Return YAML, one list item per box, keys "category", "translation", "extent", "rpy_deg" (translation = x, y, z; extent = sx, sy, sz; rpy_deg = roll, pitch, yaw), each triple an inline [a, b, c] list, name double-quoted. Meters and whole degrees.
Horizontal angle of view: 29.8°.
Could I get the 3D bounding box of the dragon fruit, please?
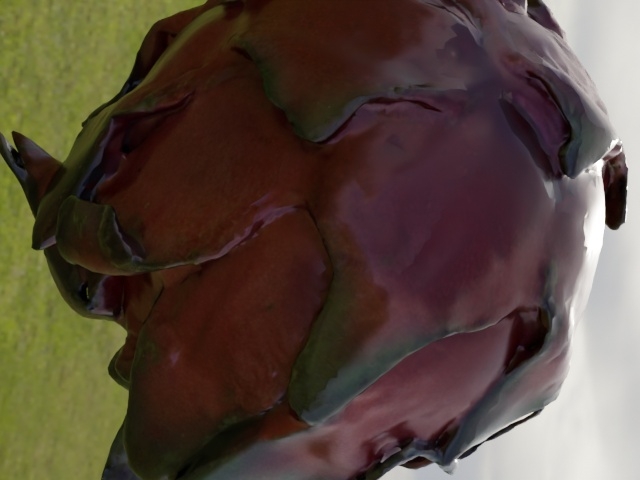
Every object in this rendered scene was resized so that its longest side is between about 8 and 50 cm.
- category: "dragon fruit"
  translation: [0.000, 0.000, 0.439]
  extent: [0.192, 0.193, 0.274]
  rpy_deg: [43, 72, -43]
